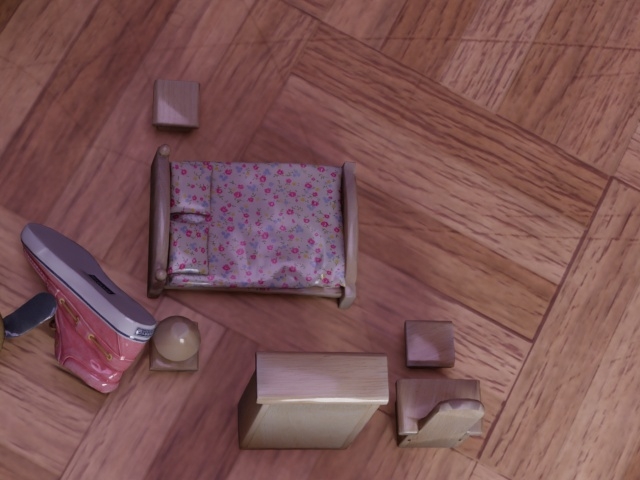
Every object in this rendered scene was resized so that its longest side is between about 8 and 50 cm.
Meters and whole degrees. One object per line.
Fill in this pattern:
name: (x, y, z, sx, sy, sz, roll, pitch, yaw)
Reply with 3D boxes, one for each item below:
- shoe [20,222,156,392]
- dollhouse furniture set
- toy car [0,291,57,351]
shoe: (-0.229, 0.061, 1.777, 0.178, 0.063, 0.081, 40, 107, 30)
dollhouse furniture set: (0.000, 0.000, 1.783, 0.303, 0.174, 0.355, 2, 70, -10)
toy car: (-0.327, 0.082, 1.709, 0.155, 0.149, 0.188, 46, 66, 3)
